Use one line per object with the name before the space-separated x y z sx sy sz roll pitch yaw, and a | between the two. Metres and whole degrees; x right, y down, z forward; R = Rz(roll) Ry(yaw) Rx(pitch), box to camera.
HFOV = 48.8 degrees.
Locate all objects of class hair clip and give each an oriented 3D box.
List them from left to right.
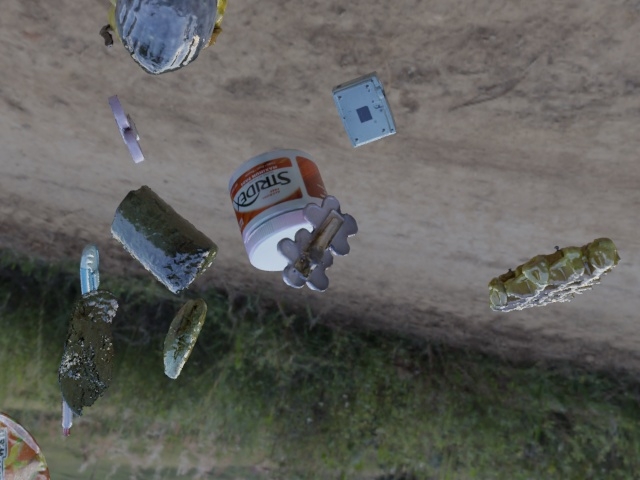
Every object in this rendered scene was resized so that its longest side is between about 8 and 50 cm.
hair clip | -0.004 0.003 1.540 0.146 0.257 0.075 40 134 -9

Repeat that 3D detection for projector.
projector | 0.104 -0.307 1.660 0.115 0.061 0.147 -18 113 14

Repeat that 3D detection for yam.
yam | -0.448 0.004 2.015 0.300 0.195 0.195 40 159 6

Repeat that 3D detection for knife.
knife | -0.485 0.100 1.503 0.031 0.064 0.222 14 129 4

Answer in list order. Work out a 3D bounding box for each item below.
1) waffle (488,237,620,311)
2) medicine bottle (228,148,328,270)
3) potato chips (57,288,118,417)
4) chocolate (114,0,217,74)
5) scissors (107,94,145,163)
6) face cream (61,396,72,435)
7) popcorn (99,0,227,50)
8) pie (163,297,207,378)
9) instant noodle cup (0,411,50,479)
waffle | 0.274 0.044 0.819 0.160 0.046 0.192 -24 161 27
medicine bottle | -0.098 -0.081 1.872 0.252 0.241 0.252 -17 155 -8
potato chips | -0.385 0.189 1.190 0.026 0.209 0.142 -2 144 26
chocolate | -0.151 -0.297 0.753 0.110 0.248 0.110 14 -161 -5
scissors | -0.349 -0.202 1.272 0.030 0.118 0.242 -23 -165 -9
face cream | -0.549 0.380 1.527 0.021 0.083 0.040 0 -176 -35
popcorn | -0.404 -0.583 1.667 0.381 0.349 0.349 -26 137 36
pie | -0.411 0.280 2.111 0.089 0.248 0.201 23 130 -10
instant noodle cup | -0.481 0.304 0.800 0.200 0.264 0.264 4 156 26
